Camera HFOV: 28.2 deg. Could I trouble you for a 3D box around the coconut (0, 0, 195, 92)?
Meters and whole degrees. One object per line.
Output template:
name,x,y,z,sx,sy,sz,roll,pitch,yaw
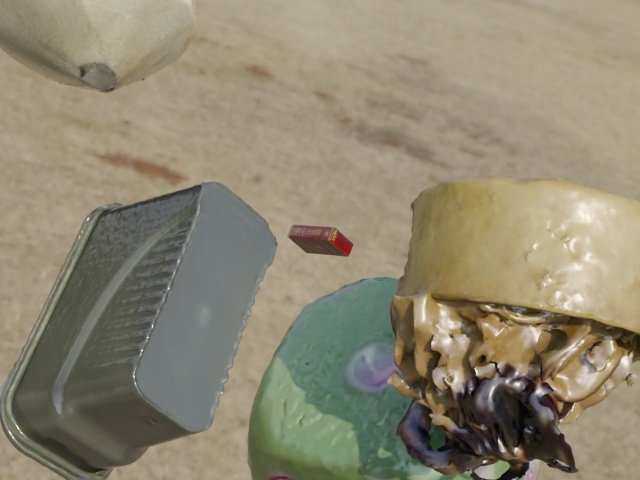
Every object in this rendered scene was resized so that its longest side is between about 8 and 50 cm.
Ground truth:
coconut,-0.243,-0.263,1.357,0.241,0.241,0.241,16,13,-4

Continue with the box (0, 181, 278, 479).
box,-0.163,0.078,1.163,0.178,0.274,0.138,-17,-44,43

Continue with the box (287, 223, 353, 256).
box,0.000,0.000,1.826,0.082,0.023,0.051,5,-25,40

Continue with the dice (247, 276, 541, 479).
dice,0.113,0.264,1.722,0.322,0.330,0.318,9,52,29

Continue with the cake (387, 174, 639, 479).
cake,0.227,0.117,1.390,0.332,0.321,0.332,11,-10,2
